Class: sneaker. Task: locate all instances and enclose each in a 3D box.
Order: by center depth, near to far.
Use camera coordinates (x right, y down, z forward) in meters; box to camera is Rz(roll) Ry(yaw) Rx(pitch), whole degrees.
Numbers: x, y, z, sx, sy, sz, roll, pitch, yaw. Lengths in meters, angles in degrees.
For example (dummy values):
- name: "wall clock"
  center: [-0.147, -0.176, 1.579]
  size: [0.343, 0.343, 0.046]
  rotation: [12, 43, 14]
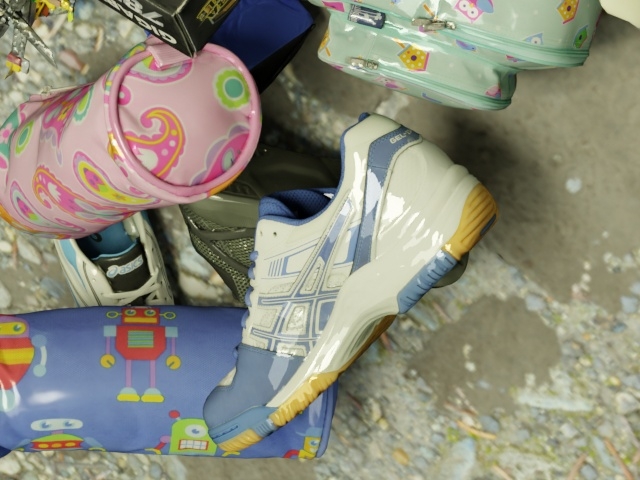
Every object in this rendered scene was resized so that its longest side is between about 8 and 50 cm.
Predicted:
- name: "sneaker"
  center: [-0.005, 0.028, 1.431]
  size: [0.131, 0.112, 0.296]
  rotation: [44, 117, 2]
- name: "sneaker"
  center: [0.000, 0.000, 1.530]
  size: [0.227, 0.087, 0.130]
  rotation: [13, 147, 4]
- name: "sneaker"
  center: [-0.160, 0.042, 1.631]
  size: [0.237, 0.085, 0.086]
  rotation: [68, 169, -16]

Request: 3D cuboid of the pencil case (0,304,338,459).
- name: "pencil case"
  center: [-0.139, 0.116, 1.570]
  size: [0.306, 0.119, 0.133]
  rotation: [-1, 133, -5]

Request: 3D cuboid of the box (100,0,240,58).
- name: "box"
  center: [-0.113, -0.310, 1.279]
  size: [0.293, 0.295, 0.073]
  rotation: [32, 169, 19]

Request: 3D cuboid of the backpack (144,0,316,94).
- name: "backpack"
  center: [-0.077, -0.145, 1.480]
  size: [0.101, 0.098, 0.120]
  rotation: [52, 143, 6]

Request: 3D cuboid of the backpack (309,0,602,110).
- name: "backpack"
  center: [0.093, -0.161, 1.317]
  size: [0.188, 0.166, 0.144]
  rotation: [9, 97, 14]

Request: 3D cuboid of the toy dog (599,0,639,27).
- name: "toy dog"
  center: [0.308, -0.304, 1.028]
  size: [0.408, 0.395, 0.284]
  rotation: [-37, 137, 22]

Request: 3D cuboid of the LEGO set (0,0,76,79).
- name: "LEGO set"
  center: [-0.255, -0.297, 1.430]
  size: [0.331, 0.192, 0.255]
  rotation: [44, 130, 1]

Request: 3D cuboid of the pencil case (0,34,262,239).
- name: "pencil case"
  center: [-0.150, -0.070, 1.438]
  size: [0.124, 0.124, 0.284]
  rotation: [58, 154, -10]
